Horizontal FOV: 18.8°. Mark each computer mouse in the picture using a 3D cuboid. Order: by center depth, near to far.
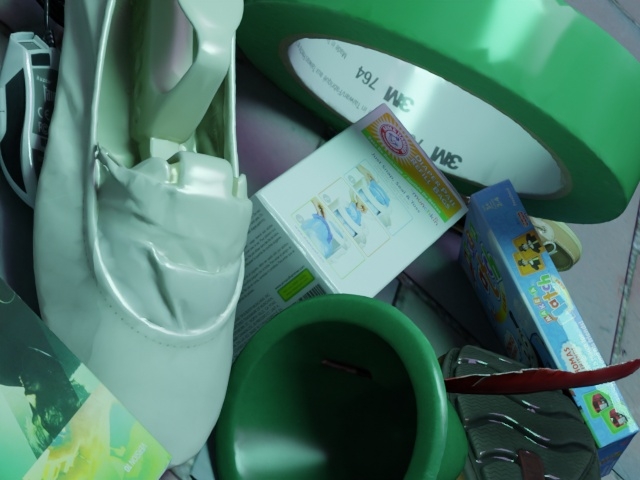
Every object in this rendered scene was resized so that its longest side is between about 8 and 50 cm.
[{"bbox_3d":[-0.189,-0.099,1.265,0.106,0.042,0.193,21,59,-54],"label":"computer mouse"}]

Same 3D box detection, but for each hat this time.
[{"bbox_3d":[0.066,0.133,1.255,0.183,0.208,0.173,17,80,-50],"label":"hat"}]

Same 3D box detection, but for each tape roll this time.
[{"bbox_3d":[0.092,-0.120,1.417,0.321,0.321,0.077,34,77,-27],"label":"tape roll"}]

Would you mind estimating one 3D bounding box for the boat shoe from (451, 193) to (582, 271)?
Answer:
[{"bbox_3d":[0.153,-0.008,1.609,0.153,0.056,0.048,32,48,-26],"label":"boat shoe"}]

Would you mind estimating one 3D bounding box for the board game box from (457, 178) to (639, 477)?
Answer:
[{"bbox_3d":[0.170,0.075,1.481,0.160,0.039,0.211,89,-22,-71],"label":"board game box"}]

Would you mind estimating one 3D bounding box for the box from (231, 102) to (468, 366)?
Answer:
[{"bbox_3d":[0.000,0.000,1.358,0.103,0.114,0.203,51,35,0],"label":"box"}]

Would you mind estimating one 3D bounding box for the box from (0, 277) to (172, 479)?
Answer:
[{"bbox_3d":[-0.246,0.079,1.043,0.322,0.058,0.232,48,34,-9],"label":"box"}]

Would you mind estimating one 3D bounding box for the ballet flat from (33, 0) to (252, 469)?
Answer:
[{"bbox_3d":[-0.100,-0.063,1.209,0.139,0.139,0.400,18,60,-41],"label":"ballet flat"}]

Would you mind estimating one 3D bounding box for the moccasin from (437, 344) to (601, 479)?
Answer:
[{"bbox_3d":[0.124,0.215,1.299,0.139,0.147,0.380,15,34,-22],"label":"moccasin"}]
